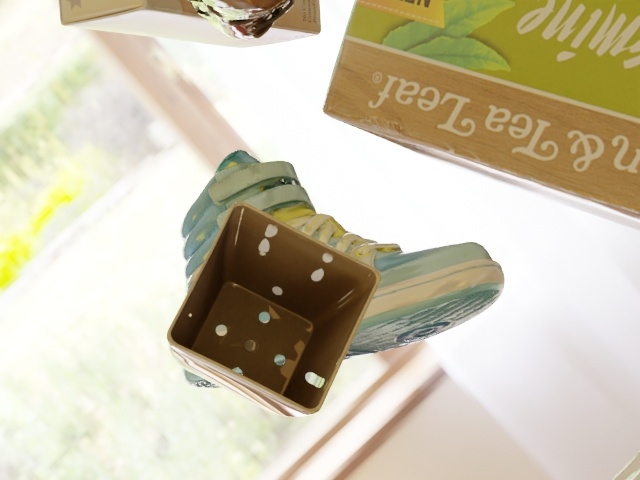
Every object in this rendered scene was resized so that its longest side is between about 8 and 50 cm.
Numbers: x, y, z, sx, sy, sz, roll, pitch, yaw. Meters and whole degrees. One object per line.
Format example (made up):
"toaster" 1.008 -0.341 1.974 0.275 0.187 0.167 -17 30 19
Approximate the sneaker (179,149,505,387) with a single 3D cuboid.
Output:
"sneaker" 0.000 0.000 1.562 0.319 0.208 0.127 -17 -16 25

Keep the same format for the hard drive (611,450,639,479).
"hard drive" 0.277 0.271 1.320 0.233 0.047 0.353 -54 15 36

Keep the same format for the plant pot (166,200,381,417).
"plant pot" -0.038 0.057 1.178 0.109 0.109 0.096 -64 2 -23

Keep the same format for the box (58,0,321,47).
"box" -0.138 -0.294 1.903 0.121 0.148 0.311 -5 -1 34

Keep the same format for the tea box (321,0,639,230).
"tea box" 0.228 -0.146 0.788 0.220 0.329 0.324 12 -84 -59

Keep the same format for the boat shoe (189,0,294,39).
"boat shoe" -0.063 -0.236 1.565 0.110 0.104 0.307 -36 24 -3
